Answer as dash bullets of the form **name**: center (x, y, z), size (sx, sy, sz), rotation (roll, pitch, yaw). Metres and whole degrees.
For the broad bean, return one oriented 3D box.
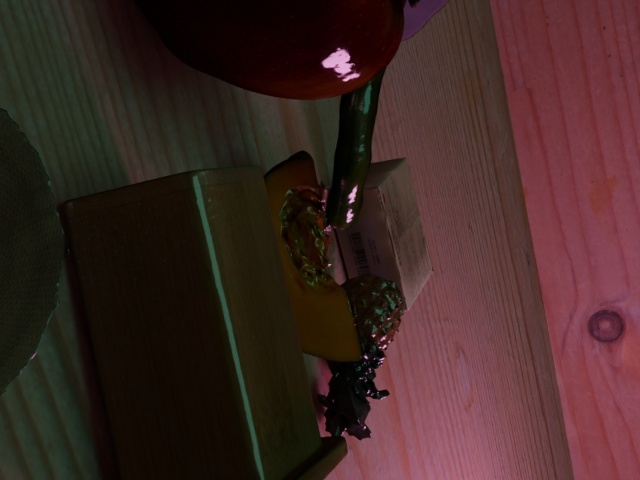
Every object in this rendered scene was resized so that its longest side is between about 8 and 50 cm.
- **broad bean**: center (0.040, -0.126, 1.105), size (0.144, 0.049, 0.292), rotation (-85, -175, -59)

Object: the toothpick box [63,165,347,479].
- **toothpick box**: center (-0.116, 0.095, 0.868), size (0.190, 0.187, 0.308), rotation (-17, 95, -65)

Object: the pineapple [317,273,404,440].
- **pineapple**: center (0.053, 0.172, 1.325), size (0.119, 0.111, 0.237), rotation (25, 63, -28)

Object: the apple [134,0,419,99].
- **apple**: center (-0.043, -0.299, 0.959), size (0.288, 0.317, 0.288), rotation (10, 90, -68)

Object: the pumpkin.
- **pumpkin**: center (-0.041, 0.037, 1.146), size (0.163, 0.111, 0.278), rotation (110, -34, -72)

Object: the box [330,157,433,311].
- **box**: center (0.100, -0.007, 1.480), size (0.168, 0.095, 0.212), rotation (-47, 126, -62)

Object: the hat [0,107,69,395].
- **hat**: center (-0.285, 0.012, 0.565), size (0.110, 0.252, 0.252), rotation (143, -52, -68)

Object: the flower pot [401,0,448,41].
- **flower pot**: center (0.038, -0.414, 1.289), size (0.243, 0.265, 0.265), rotation (-15, 97, -55)

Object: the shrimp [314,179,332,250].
- **shrimp**: center (-0.008, -0.001, 1.246), size (0.095, 0.045, 0.162), rotation (-76, 175, -57)
